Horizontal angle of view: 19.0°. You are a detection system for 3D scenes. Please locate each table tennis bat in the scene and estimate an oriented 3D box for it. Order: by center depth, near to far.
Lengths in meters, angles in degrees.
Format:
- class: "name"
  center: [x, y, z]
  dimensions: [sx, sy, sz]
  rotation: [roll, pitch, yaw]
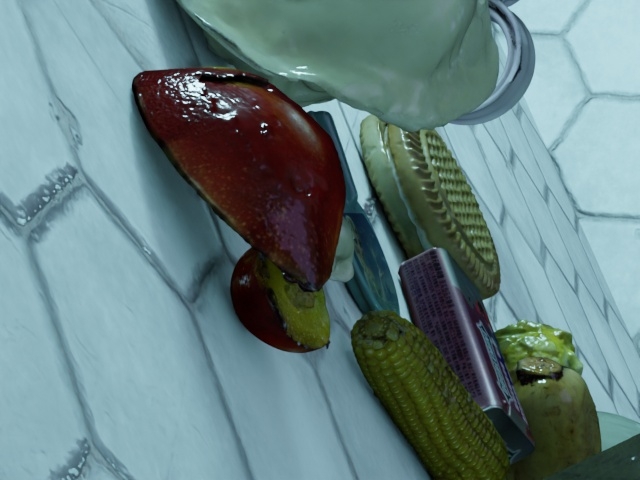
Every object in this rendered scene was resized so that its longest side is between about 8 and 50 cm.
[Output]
- class: "table tennis bat"
  center: [0.029, -0.021, 1.912]
  dimensions: [0.149, 0.038, 0.237]
  rotation: [26, 42, -68]

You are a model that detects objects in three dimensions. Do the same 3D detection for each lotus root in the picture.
- class: "lotus root"
  center: [0.252, 0.227, 2.113]
  dimensions: [0.125, 0.118, 0.221]
  rotation: [-60, 144, -56]

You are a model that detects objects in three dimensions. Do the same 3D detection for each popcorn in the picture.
- class: "popcorn"
  center: [0.246, 0.141, 2.259]
  dimensions: [0.106, 0.116, 0.121]
  rotation: [40, 20, -17]

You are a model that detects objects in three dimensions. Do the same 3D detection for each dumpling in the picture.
- class: "dumpling"
  center: [-0.017, -0.237, 1.748]
  dimensions: [0.395, 0.233, 0.315]
  rotation: [38, 29, 4]
- class: "dumpling"
  center: [-0.001, 0.001, 1.754]
  dimensions: [0.052, 0.057, 0.076]
  rotation: [15, -66, 59]

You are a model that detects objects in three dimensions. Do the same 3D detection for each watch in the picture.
- class: "watch"
  center: [0.168, -0.275, 2.632]
  dimensions: [0.211, 0.248, 0.217]
  rotation: [19, 72, -73]

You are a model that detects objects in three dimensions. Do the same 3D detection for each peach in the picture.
- class: "peach"
  center: [-0.036, 0.047, 1.477]
  dimensions: [0.098, 0.061, 0.098]
  rotation: [37, 42, -42]
- class: "peach"
  center: [-0.049, -0.068, 1.484]
  dimensions: [0.189, 0.068, 0.279]
  rotation: [17, 28, -43]

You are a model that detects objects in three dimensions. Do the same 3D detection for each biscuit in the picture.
- class: "biscuit"
  center: [0.128, -0.041, 2.224]
  dimensions: [0.259, 0.079, 0.259]
  rotation: [56, 17, -26]

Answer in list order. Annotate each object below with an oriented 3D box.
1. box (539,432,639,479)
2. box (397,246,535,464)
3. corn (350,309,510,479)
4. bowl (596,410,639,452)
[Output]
- class: "box"
  center: [0.301, 0.308, 1.812]
  dimensions: [0.184, 0.273, 0.143]
  rotation: [58, 11, -26]
- class: "box"
  center: [0.155, 0.125, 2.036]
  dimensions: [0.120, 0.069, 0.224]
  rotation: [47, 21, -49]
- class: "corn"
  center: [0.104, 0.154, 1.769]
  dimensions: [0.231, 0.080, 0.080]
  rotation: [56, 16, -34]
- class: "bowl"
  center: [0.396, 0.333, 2.357]
  dimensions: [0.337, 0.157, 0.337]
  rotation: [58, 13, -22]
